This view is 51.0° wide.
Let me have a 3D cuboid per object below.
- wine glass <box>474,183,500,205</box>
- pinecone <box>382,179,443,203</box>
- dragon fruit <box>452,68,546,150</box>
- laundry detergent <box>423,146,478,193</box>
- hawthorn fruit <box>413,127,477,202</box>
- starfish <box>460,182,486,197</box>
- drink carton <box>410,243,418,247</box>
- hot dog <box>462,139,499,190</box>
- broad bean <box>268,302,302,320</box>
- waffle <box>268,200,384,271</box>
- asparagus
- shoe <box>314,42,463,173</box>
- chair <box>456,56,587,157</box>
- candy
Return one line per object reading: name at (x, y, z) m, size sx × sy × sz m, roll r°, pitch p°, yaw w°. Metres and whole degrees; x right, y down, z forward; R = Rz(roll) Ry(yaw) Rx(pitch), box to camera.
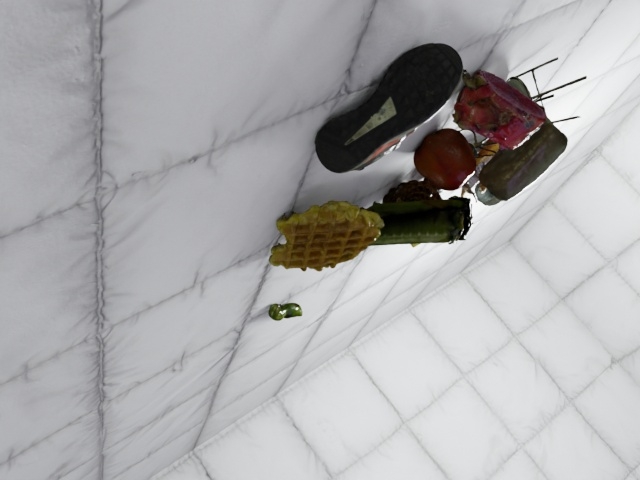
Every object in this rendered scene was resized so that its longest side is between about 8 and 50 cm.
wine glass at (0.668, -0.191, 2.590) m, size 0.122 × 0.122 × 0.183 m, roll -44°, pitch 165°, yaw 19°
pinecone at (0.269, -0.090, 1.925) m, size 0.186 × 0.168 × 0.212 m, roll -1°, pitch -164°, yaw 24°
dragon fruit at (0.412, -0.308, 1.628) m, size 0.282 × 0.211 × 0.147 m, roll 12°, pitch 127°, yaw -31°
laundry detergent at (0.364, -0.197, 2.006) m, size 0.221 × 0.078 × 0.144 m, roll -47°, pitch 168°, yaw 33°
hawthorn fruit at (0.345, -0.191, 1.755) m, size 0.163 × 0.203 × 0.162 m, roll -35°, pitch 162°, yaw -14°
starfish at (0.554, -0.208, 2.369) m, size 0.146 × 0.074 × 0.190 m, roll -33°, pitch 163°, yaw -21°
drink carton at (0.353, -0.029, 2.427) m, size 0.084 × 0.074 × 0.200 m, roll -30°, pitch 160°, yaw -24°
hot dog at (0.510, -0.251, 2.109) m, size 0.268 × 0.075 × 0.144 m, roll -41°, pitch 174°, yaw -45°
broad bean at (-0.110, 0.230, 2.186) m, size 0.070 × 0.048 × 0.213 m, roll -41°, pitch 160°, yaw 13°
waffle at (0.005, -0.005, 1.643) m, size 0.282 × 0.058 × 0.301 m, roll 8°, pitch 146°, yaw -31°
asparagus at (0.209, -0.045, 1.766) m, size 0.382 × 0.128 × 0.108 m, roll -4°, pitch 180°, yaw 4°
shoe at (0.149, -0.247, 1.355) m, size 0.336 × 0.132 × 0.171 m, roll -39°, pitch 168°, yaw 7°
chair at (0.528, -0.354, 1.793) m, size 0.326 × 0.160 × 0.170 m, roll -19°, pitch 134°, yaw -9°
candy at (0.524, -0.210, 1.739) m, size 0.104 × 0.102 × 0.234 m, roll 26°, pitch 111°, yaw -41°
